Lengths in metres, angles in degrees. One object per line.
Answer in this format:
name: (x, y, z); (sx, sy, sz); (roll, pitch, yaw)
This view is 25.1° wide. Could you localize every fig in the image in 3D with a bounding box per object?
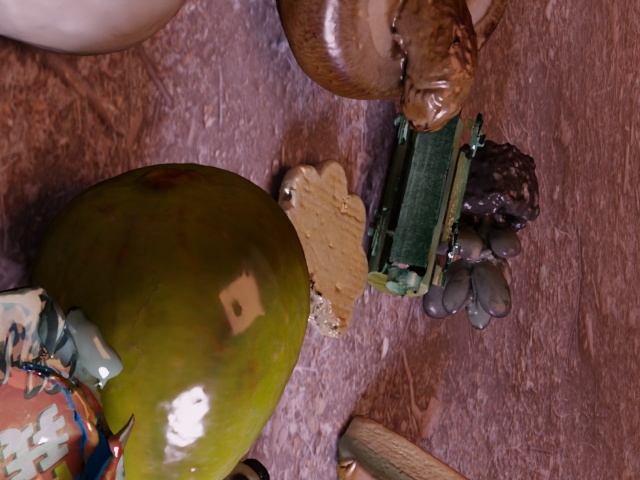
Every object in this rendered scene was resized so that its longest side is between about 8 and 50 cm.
fig: (-0.137, 0.094, 1.314); (0.258, 0.258, 0.326); (-15, 114, -61)

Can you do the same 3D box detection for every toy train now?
toy train: (0.145, -0.057, 1.945); (0.189, 0.126, 0.307); (75, 26, -70)

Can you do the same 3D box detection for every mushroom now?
mushroom: (0.089, -0.321, 1.712); (0.345, 0.239, 0.345); (9, 90, -71)

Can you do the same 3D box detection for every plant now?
plant: (0.239, -0.008, 2.129); (0.149, 0.146, 0.274); (25, 68, -30)

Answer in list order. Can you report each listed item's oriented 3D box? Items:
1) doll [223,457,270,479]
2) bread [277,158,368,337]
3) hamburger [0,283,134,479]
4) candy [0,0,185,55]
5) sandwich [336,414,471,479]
doll: (-0.101, 0.329, 1.551); (0.135, 0.143, 0.234); (-82, 155, -44)
bread: (0.000, 0.000, 1.791); (0.251, 0.039, 0.182); (55, 46, -50)
hamburger: (-0.282, 0.159, 1.156); (0.260, 0.150, 0.276); (2, 101, -31)
candy: (-0.216, -0.346, 1.189); (0.427, 0.186, 0.386); (-9, 105, -56)
sandwich: (0.127, 0.352, 1.927); (0.108, 0.186, 0.220); (-52, 137, -50)
